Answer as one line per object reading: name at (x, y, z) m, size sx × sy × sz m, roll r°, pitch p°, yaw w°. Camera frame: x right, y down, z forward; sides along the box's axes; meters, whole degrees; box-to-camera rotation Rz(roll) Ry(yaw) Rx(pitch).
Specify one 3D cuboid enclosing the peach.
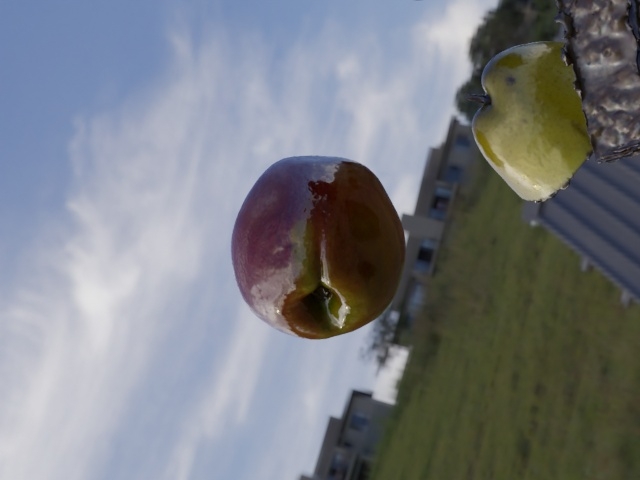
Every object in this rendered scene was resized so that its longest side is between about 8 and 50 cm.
peach at (0.000, 0.000, 1.924) m, size 0.332 × 0.308 × 0.307 m, roll -80°, pitch -8°, yaw -49°

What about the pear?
pear at (0.317, -0.207, 1.755) m, size 0.267 × 0.178 × 0.267 m, roll -49°, pitch 22°, yaw 28°

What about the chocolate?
chocolate at (0.328, -0.256, 1.367) m, size 0.065 × 0.102 × 0.329 m, roll -9°, pitch -93°, yaw -63°
